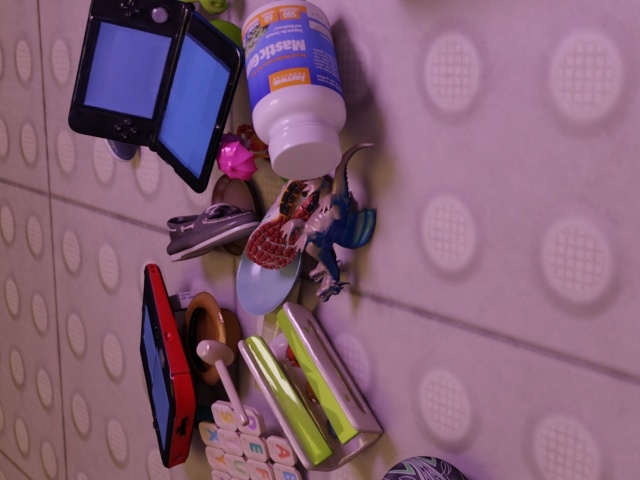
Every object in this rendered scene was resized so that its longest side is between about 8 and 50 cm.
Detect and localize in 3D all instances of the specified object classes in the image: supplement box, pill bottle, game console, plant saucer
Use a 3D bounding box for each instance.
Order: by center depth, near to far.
[{"bbox_3d":[-0.041,-0.240,1.565,0.152,0.152,0.272,-46,46,48],"label":"pill bottle"},{"bbox_3d":[-0.293,-0.258,1.674,0.173,0.250,0.293,-106,31,-54],"label":"game console"},{"bbox_3d":[-0.085,0.050,1.800,0.195,0.037,0.195,-25,55,43],"label":"plant saucer"},{"bbox_3d":[-0.165,-0.052,1.929,0.168,0.029,0.168,14,107,52],"label":"plant saucer"},{"bbox_3d":[-0.349,0.286,2.122,0.386,0.060,0.342,108,145,-53],"label":"game console"},{"bbox_3d":[-0.302,0.135,2.126,0.098,0.062,0.036,-17,81,53],"label":"supplement box"}]

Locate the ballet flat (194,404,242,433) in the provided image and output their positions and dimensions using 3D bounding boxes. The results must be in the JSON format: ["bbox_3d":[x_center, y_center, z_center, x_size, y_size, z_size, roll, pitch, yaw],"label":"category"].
[{"bbox_3d":[-0.202,0.392,2.048,0.203,0.074,0.074,-2,96,48],"label":"ballet flat"}]

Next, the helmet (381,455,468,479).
[{"bbox_3d":[0.163,0.411,1.467,0.169,0.169,0.161,57,154,30],"label":"helmet"}]

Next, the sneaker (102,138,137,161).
[{"bbox_3d":[-0.438,-0.297,2.200,0.163,0.086,0.226,-5,92,57],"label":"sneaker"}]

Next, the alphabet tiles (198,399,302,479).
[{"bbox_3d":[-0.141,0.459,1.945,0.278,0.021,0.284,2,110,43],"label":"alphabet tiles"}]

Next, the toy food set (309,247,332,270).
[{"bbox_3d":[0.000,0.000,1.722,0.078,0.019,0.122,15,109,52],"label":"toy food set"}]

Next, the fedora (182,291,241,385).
[{"bbox_3d":[-0.217,0.202,2.011,0.194,0.079,0.194,2,92,55],"label":"fedora"}]

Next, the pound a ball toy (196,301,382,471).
[{"bbox_3d":[-0.055,0.265,1.726,0.208,0.136,0.319,-41,61,14],"label":"pound a ball toy"}]

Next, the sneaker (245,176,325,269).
[{"bbox_3d":[-0.054,-0.038,1.720,0.225,0.088,0.092,-52,10,28],"label":"sneaker"}]

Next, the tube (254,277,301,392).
[{"bbox_3d":[-0.080,0.173,1.843,0.070,0.062,0.240,9,103,8],"label":"tube"}]

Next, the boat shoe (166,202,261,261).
[{"bbox_3d":[-0.225,-0.029,1.898,0.335,0.112,0.095,-20,85,57],"label":"boat shoe"}]

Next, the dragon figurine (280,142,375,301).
[{"bbox_3d":[0.032,-0.037,1.614,0.085,0.144,0.289,41,109,44],"label":"dragon figurine"}]

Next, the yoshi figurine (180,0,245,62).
[{"bbox_3d":[-0.243,-0.431,1.880,0.203,0.203,0.362,-28,57,18],"label":"yoshi figurine"}]

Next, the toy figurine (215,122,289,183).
[{"bbox_3d":[-0.121,-0.168,1.733,0.173,0.159,0.130,56,137,31],"label":"toy figurine"}]
